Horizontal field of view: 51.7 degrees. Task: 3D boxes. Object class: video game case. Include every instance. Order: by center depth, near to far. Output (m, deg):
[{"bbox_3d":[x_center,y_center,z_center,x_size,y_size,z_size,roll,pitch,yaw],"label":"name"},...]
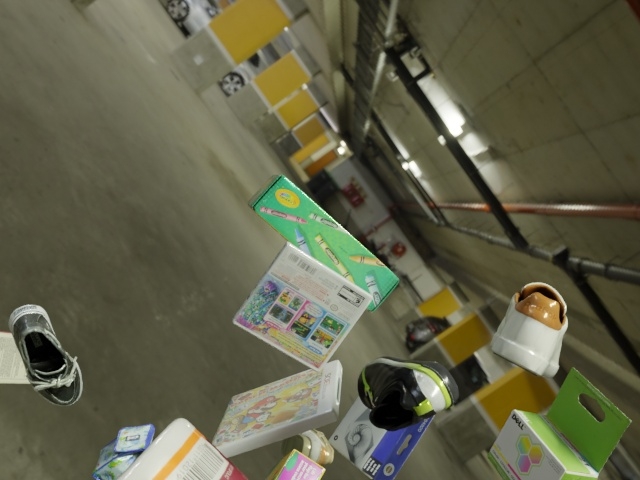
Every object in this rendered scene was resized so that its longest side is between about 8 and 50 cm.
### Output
[{"bbox_3d":[-0.025,0.100,0.969,0.157,0.143,0.019,33,7,-17],"label":"video game case"},{"bbox_3d":[-0.072,0.295,1.170,0.206,0.227,0.026,-73,141,-77],"label":"video game case"}]

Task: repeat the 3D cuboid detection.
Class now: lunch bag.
[{"bbox_3d":[-0.491,0.544,1.682,0.096,0.151,0.129,54,2,-15],"label":"lunch bag"}]

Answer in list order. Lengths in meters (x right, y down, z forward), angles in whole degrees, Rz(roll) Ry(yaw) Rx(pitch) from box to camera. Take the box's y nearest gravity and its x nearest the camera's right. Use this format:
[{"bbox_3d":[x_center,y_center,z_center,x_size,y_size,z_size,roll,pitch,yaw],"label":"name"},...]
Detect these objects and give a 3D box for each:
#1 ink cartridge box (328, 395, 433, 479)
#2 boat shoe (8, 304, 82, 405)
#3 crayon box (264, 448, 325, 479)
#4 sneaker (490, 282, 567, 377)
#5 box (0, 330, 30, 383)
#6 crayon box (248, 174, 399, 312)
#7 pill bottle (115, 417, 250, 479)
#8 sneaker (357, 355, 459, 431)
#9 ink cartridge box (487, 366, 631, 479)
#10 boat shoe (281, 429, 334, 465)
[{"bbox_3d":[0.146,0.463,1.636,0.045,0.223,0.224,43,-14,-31],"label":"ink cartridge box"},{"bbox_3d":[-0.600,0.282,1.476,0.105,0.113,0.306,45,-35,44],"label":"boat shoe"},{"bbox_3d":[-0.149,0.727,1.651,0.106,0.363,0.313,32,-30,4],"label":"crayon box"},{"bbox_3d":[0.323,0.131,0.980,0.106,0.123,0.290,26,-1,17],"label":"sneaker"},{"bbox_3d":[-0.942,0.352,1.997,0.232,0.127,0.148,29,66,-64],"label":"box"},{"bbox_3d":[0.000,0.000,1.188,0.278,0.081,0.165,42,-2,-10],"label":"crayon box"},{"bbox_3d":[-0.129,0.452,0.891,0.392,0.224,0.224,44,4,2],"label":"pill bottle"},{"bbox_3d":[0.094,0.218,0.931,0.084,0.097,0.235,59,-28,1],"label":"sneaker"},{"bbox_3d":[0.473,0.404,1.337,0.097,0.255,0.189,14,19,-23],"label":"ink cartridge box"},{"bbox_3d":[-0.043,0.611,1.960,0.103,0.113,0.302,18,-5,-12],"label":"boat shoe"}]
